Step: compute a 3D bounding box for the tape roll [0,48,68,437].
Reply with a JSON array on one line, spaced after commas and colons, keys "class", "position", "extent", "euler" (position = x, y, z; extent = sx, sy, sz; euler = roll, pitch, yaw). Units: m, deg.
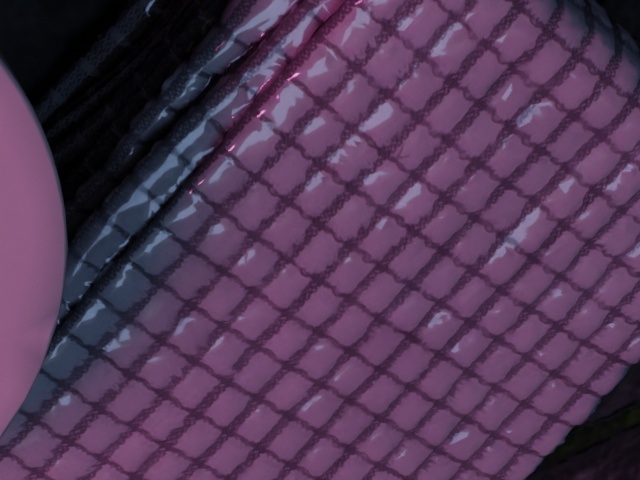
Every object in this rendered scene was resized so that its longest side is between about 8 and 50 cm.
[{"class": "tape roll", "position": [-0.215, -0.023, 0.580], "extent": [0.246, 0.169, 0.246], "euler": [-13, 127, -17]}]

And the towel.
[{"class": "towel", "position": [0.000, 0.000, 0.742], "extent": [0.235, 0.121, 0.284], "euler": [31, 107, -37]}]
